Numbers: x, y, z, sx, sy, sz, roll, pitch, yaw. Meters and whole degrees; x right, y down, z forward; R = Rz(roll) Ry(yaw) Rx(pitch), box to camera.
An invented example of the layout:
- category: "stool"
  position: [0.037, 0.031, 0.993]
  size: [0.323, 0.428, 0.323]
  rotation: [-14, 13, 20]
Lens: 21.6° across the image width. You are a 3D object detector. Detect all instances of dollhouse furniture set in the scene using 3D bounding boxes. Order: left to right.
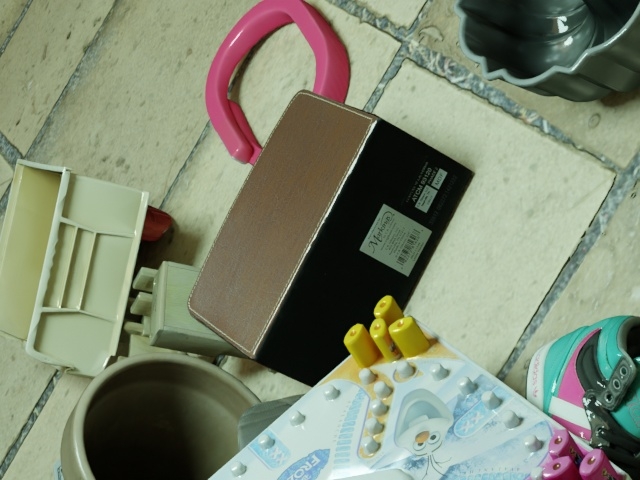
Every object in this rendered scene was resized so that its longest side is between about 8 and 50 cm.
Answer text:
- category: "dollhouse furniture set"
  position: [-0.157, 0.142, 2.103]
  size: [0.242, 0.161, 0.212]
  rotation: [125, 152, -52]

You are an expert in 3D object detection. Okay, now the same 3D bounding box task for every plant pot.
- category: "plant pot"
  position: [-0.196, 0.297, 1.953]
  size: [0.229, 0.263, 0.263]
  rotation: [126, 149, -47]

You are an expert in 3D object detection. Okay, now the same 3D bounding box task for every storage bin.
- category: "storage bin"
  position: [-0.349, 0.034, 2.254]
  size: [0.262, 0.123, 0.260]
  rotation: [12, 89, 66]

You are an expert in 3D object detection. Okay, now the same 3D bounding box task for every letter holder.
- category: "letter holder"
  position: [0.000, 0.000, 1.945]
  size: [0.214, 0.152, 0.301]
  rotation: [28, 90, 57]

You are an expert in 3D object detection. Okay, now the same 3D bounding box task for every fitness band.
- category: "fitness band"
  position: [-0.059, -0.212, 2.250]
  size: [0.209, 0.054, 0.291]
  rotation: [-49, 38, 15]

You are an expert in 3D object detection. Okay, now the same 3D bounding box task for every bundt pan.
- category: "bundt pan"
  position: [0.300, -0.286, 1.766]
  size: [0.331, 0.124, 0.330]
  rotation: [-30, 46, 37]

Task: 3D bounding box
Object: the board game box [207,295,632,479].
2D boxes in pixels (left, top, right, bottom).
- category: "board game box"
  position: [0.021, 0.250, 1.504]
  size: [0.390, 0.050, 0.390]
  rotation: [-40, 33, -9]

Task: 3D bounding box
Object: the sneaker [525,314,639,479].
- category: "sneaker"
  position: [0.279, 0.186, 1.493]
  size: [0.178, 0.124, 0.295]
  rotation: [-41, 38, 43]

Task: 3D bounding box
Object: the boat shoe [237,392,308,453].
- category: "boat shoe"
  position: [-0.033, 0.285, 1.743]
  size: [0.132, 0.130, 0.355]
  rotation: [-10, 20, 14]

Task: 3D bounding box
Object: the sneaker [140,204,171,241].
- category: "sneaker"
  position: [-0.283, 0.004, 2.383]
  size: [0.128, 0.087, 0.221]
  rotation: [-70, 22, 4]

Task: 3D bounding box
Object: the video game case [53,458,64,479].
- category: "video game case"
  position: [-0.279, 0.323, 2.200]
  size: [0.193, 0.023, 0.212]
  rotation: [-45, 38, 24]
